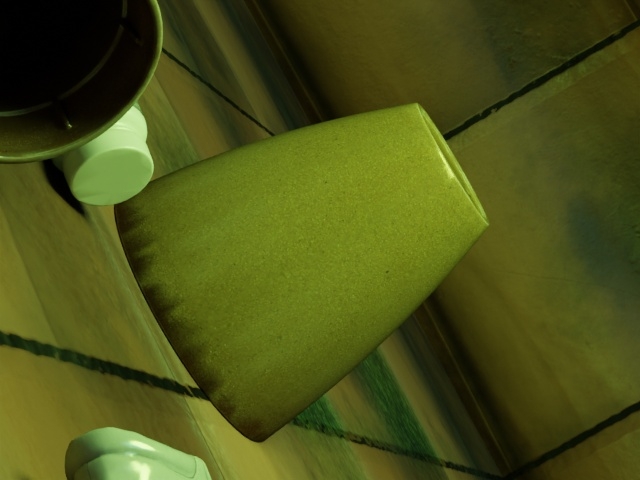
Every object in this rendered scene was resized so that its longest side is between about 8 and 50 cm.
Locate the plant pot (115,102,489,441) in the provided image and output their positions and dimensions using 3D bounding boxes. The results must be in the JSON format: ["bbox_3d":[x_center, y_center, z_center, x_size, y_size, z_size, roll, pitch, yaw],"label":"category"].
[{"bbox_3d":[0.000,0.000,1.610,0.237,0.254,0.237,57,9,-15],"label":"plant pot"}]

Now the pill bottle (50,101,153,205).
[{"bbox_3d":[-0.177,-0.097,1.492,0.078,0.078,0.137,49,13,-53],"label":"pill bottle"}]

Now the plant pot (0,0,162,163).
[{"bbox_3d":[-0.212,-0.165,1.294,0.165,0.167,0.167,55,3,41],"label":"plant pot"}]

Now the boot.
[{"bbox_3d":[-0.057,0.191,1.130,0.258,0.095,0.123,47,22,-53],"label":"boot"}]
